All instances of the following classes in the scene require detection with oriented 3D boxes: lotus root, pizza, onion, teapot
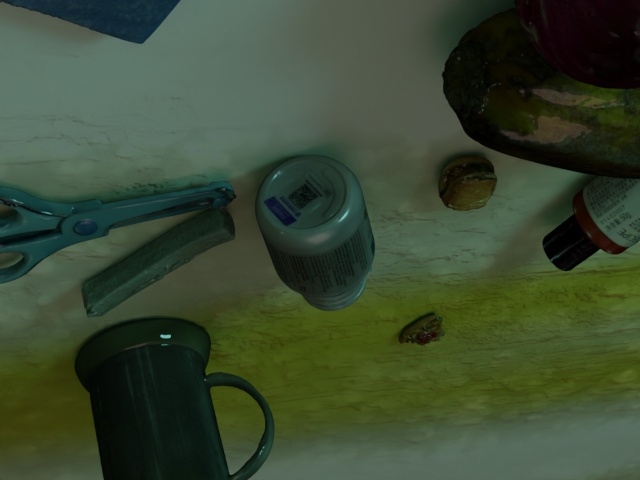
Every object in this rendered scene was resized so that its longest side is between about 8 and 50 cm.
[{"bbox_3d":[0.327,-0.169,1.518,0.397,0.179,0.196,5,144,-26],"label":"lotus root"},{"bbox_3d":[0.170,0.145,2.058,0.078,0.025,0.083,17,134,-35],"label":"pizza"},{"bbox_3d":[0.324,-0.266,1.286,0.272,0.230,0.256,23,152,-6],"label":"onion"},{"bbox_3d":[-0.195,0.292,1.855,0.270,0.337,0.200,-16,147,0],"label":"teapot"}]

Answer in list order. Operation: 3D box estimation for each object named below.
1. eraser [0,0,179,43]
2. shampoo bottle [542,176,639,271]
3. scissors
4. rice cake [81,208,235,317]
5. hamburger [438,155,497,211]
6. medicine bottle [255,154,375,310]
[{"bbox_3d":[-0.266,-0.283,1.249,0.312,0.042,0.144,15,137,-36],"label":"eraser"},{"bbox_3d":[0.418,-0.053,1.792,0.104,0.104,0.278,17,136,-38],"label":"shampoo bottle"},{"bbox_3d":[-0.298,-0.028,1.621,0.393,0.032,0.180,-11,146,-3],"label":"scissors"},{"bbox_3d":[-0.216,0.029,1.723,0.245,0.045,0.042,-31,146,22],"label":"rice cake"},{"bbox_3d":[0.191,-0.075,1.728,0.076,0.044,0.083,-4,147,-19],"label":"hamburger"},{"bbox_3d":[0.000,0.000,1.682,0.135,0.135,0.215,-16,147,2],"label":"medicine bottle"}]
